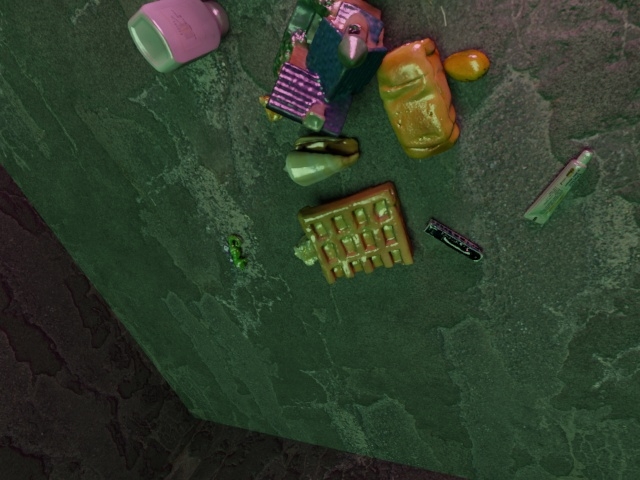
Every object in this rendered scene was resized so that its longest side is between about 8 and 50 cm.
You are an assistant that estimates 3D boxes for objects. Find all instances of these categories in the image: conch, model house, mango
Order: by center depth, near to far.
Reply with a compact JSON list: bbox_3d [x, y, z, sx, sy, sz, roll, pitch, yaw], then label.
[{"bbox_3d":[0.004,-0.427,1.049,0.245,0.280,0.312,23,142,-15],"label":"model house"},{"bbox_3d":[0.367,-0.440,1.051,0.114,0.057,0.079,15,142,24],"label":"mango"},{"bbox_3d":[-0.001,-0.263,1.362,0.255,0.127,0.158,-6,94,5],"label":"conch"}]

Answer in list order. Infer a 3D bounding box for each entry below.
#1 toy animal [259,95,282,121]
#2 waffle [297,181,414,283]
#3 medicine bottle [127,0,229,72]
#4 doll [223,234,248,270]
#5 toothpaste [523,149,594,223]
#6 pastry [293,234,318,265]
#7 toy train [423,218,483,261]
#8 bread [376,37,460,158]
[{"bbox_3d":[-0.156,-0.428,1.333,0.081,0.061,0.083,40,154,54],"label":"toy animal"},{"bbox_3d":[0.124,-0.019,1.430,0.348,0.077,0.304,-17,117,13],"label":"waffle"},{"bbox_3d":[-0.377,-0.585,1.157,0.111,0.296,0.161,-14,120,36],"label":"medicine bottle"},{"bbox_3d":[-0.370,0.057,1.836,0.115,0.050,0.190,7,126,27],"label":"doll"},{"bbox_3d":[0.659,-0.143,1.150,0.067,0.037,0.255,21,136,4],"label":"toothpaste"},{"bbox_3d":[0.005,0.004,1.570,0.121,0.089,0.258,47,134,-6],"label":"pastry"},{"bbox_3d":[0.441,0.002,1.371,0.208,0.047,0.043,32,134,0],"label":"toy train"},{"bbox_3d":[0.264,-0.373,1.109,0.167,0.132,0.294,-5,124,38],"label":"bread"}]
